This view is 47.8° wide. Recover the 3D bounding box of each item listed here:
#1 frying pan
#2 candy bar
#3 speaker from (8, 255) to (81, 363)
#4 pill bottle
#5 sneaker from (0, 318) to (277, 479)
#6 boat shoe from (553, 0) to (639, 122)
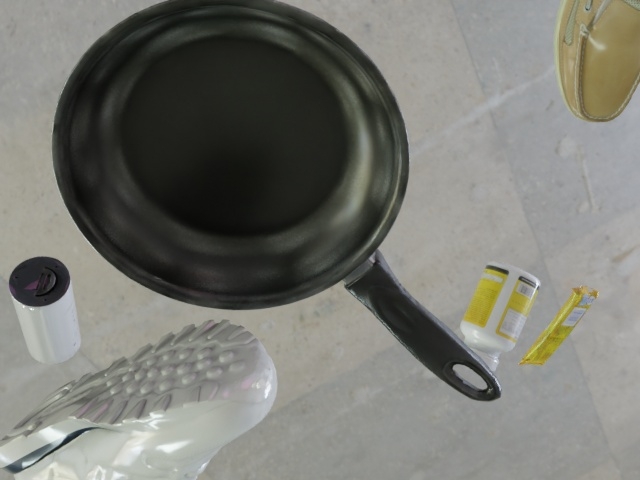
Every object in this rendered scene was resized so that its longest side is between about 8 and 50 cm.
[{"bbox_3d":[0.010,-0.023,0.428,0.326,0.053,0.197,19,121,-15],"label":"frying pan"},{"bbox_3d":[0.313,0.118,0.952,0.040,0.018,0.161,7,131,-18],"label":"candy bar"},{"bbox_3d":[-0.266,0.071,0.705,0.055,0.055,0.136,-4,150,-16],"label":"speaker"},{"bbox_3d":[0.316,0.137,1.304,0.103,0.103,0.184,28,85,-31],"label":"pill bottle"},{"bbox_3d":[-0.103,0.122,0.440,0.235,0.090,0.094,-25,103,37],"label":"sneaker"},{"bbox_3d":[0.196,-0.158,0.466,0.068,0.072,0.189,-5,123,0],"label":"boat shoe"}]
